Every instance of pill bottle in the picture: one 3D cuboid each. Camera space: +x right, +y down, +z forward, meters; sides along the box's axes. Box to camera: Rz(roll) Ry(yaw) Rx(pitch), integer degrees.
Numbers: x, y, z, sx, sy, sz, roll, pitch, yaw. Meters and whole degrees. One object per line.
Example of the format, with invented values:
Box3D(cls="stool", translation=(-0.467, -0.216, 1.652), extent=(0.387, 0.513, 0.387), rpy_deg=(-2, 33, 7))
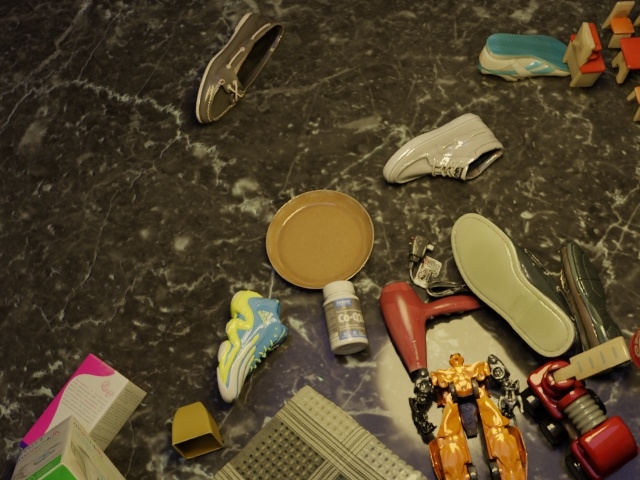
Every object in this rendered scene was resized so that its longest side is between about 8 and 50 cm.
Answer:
Box3D(cls="pill bottle", translation=(0.048, 0.157, 1.595), extent=(0.078, 0.078, 0.137), rpy_deg=(-13, 64, 3))

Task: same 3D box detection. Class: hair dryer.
Box3D(cls="hair dryer", translation=(0.231, 0.132, 1.576), extent=(0.224, 0.080, 0.293), rpy_deg=(22, 71, 17))

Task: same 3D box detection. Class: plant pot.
Box3D(cls="plant pot", translation=(-0.248, 0.371, 1.546), extent=(0.082, 0.081, 0.083), rpy_deg=(-19, 52, 0))
Box3D(cls="plant pot", translation=(0.000, 0.000, 1.702), extent=(0.236, 0.032, 0.236), rpy_deg=(-4, 66, 8))

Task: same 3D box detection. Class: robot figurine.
Box3D(cls="robot figurine", translation=(0.283, 0.355, 1.461), extent=(0.211, 0.085, 0.291), rpy_deg=(-11, 65, 4))

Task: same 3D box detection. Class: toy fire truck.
Box3D(cls="toy fire truck", translation=(0.477, 0.287, 1.369), extent=(0.158, 0.246, 0.217), rpy_deg=(-31, 64, -5))

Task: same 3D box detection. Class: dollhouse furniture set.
Box3D(cls="dollhouse furniture set", translation=(0.677, -0.406, 1.695), extent=(0.259, 0.135, 0.262), rpy_deg=(-4, 65, -7))

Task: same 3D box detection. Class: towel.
Box3D(cls="towel", translation=(-0.021, 0.454, 1.430), extent=(0.312, 0.056, 0.324), rpy_deg=(-43, 50, -19))

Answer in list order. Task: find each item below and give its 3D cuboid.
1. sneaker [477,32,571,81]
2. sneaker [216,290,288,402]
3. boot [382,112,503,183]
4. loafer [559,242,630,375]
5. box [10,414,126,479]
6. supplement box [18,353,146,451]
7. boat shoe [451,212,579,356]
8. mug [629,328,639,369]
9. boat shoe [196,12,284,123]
Box3D(cls="sneaker", translation=(0.475, -0.413, 1.791), extent=(0.229, 0.092, 0.087), rpy_deg=(7, 63, -9))
Box3D(cls="sneaker", translation=(-0.135, 0.214, 1.592), extent=(0.126, 0.091, 0.240), rpy_deg=(2, 65, 9))
Box3D(cls="boot", translation=(0.272, -0.175, 1.702), extent=(0.258, 0.095, 0.123), rpy_deg=(-32, 57, -7))
Box3D(cls="loafer", translation=(0.512, 0.134, 1.526), extent=(0.084, 0.096, 0.267), rpy_deg=(-36, 56, 37))
Box3D(cls="box", translation=(-0.418, 0.478, 1.378), extent=(0.127, 0.231, 0.262), rpy_deg=(-36, 103, -6))
Box3D(cls="supplement box", translation=(-0.473, 0.356, 1.569), extent=(0.111, 0.114, 0.220), rpy_deg=(30, 75, 21))
Box3D(cls="boat shoe", translation=(0.390, 0.084, 1.538), extent=(0.340, 0.113, 0.127), rpy_deg=(50, 115, 31))
Box3D(cls="mug", translation=(0.655, 0.193, 1.427), extent=(0.113, 0.169, 0.150), rpy_deg=(-29, 64, -6))
Box3D(cls="boat shoe", translation=(-0.193, -0.419, 1.885), extent=(0.096, 0.112, 0.335), rpy_deg=(15, 65, 21))
